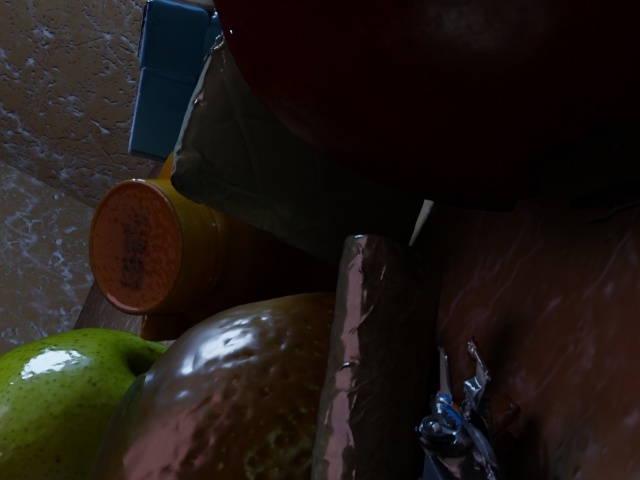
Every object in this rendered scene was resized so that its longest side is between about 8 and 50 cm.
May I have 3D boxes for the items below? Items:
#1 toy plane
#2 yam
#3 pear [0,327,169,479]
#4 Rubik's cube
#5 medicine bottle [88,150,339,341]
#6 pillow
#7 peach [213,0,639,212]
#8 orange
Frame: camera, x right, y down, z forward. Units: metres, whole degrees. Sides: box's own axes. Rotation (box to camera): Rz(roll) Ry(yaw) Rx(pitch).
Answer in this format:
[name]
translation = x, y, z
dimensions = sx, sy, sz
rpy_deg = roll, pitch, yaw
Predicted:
[toy plane]
translation = 0.077, 0.133, 0.569
dimensions = 0.188, 0.062, 0.135
rpy_deg = -93, 5, -59
[yam]
translation = 0.021, 0.140, 0.650
dimensions = 0.066, 0.066, 0.300
rpy_deg = 144, 140, -61
[pear]
translation = -0.223, 0.215, 1.082
dimensions = 0.294, 0.294, 0.294
rpy_deg = -56, 15, 23
[Rubik's cube]
translation = -0.107, -0.225, 1.478
dimensions = 0.221, 0.224, 0.231
rpy_deg = -83, 6, -55
[medicine bottle]
translation = -0.071, 0.001, 0.940
dimensions = 0.112, 0.222, 0.149
rpy_deg = 15, 100, 36
[pillow]
translation = 0.011, -0.127, 0.880
dimensions = 0.076, 0.274, 0.281
rpy_deg = 9, 79, 39
[peach]
translation = 0.091, -0.197, 0.658
dimensions = 0.335, 0.310, 0.406
rpy_deg = -62, 12, -13
[orange]
translation = -0.063, 0.182, 0.803
dimensions = 0.262, 0.196, 0.335
rpy_deg = 120, 170, -86
